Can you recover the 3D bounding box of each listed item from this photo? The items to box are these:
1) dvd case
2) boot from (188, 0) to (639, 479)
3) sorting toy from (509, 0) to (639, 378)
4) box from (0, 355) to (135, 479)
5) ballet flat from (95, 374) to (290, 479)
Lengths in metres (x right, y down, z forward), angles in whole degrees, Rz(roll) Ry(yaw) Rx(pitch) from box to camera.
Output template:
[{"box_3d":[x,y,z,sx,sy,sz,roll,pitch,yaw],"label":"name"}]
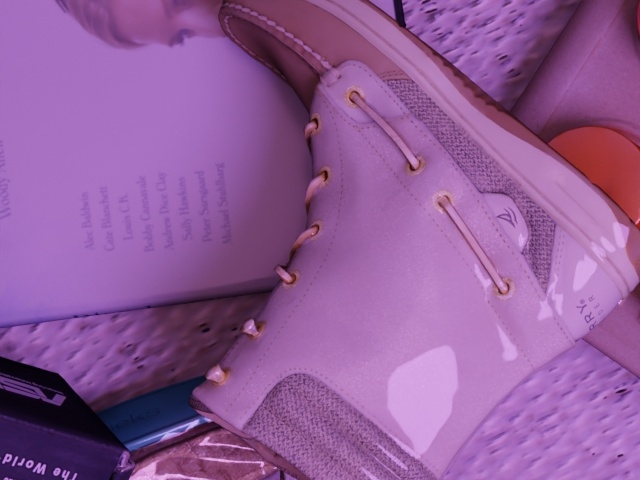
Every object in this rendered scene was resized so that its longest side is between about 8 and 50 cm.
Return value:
[{"box_3d":[-0.085,-0.060,0.751,0.253,0.022,0.180,-8,87,-1],"label":"dvd case"},{"box_3d":[0.000,0.000,0.675,0.213,0.077,0.165,40,85,22],"label":"boot"},{"box_3d":[0.163,-0.036,0.679,0.208,0.038,0.193,37,97,36],"label":"sorting toy"},{"box_3d":[-0.302,0.146,0.581,0.395,0.097,0.318,24,96,-36],"label":"box"},{"box_3d":[-0.013,0.078,0.731,0.206,0.073,0.067,-21,115,1],"label":"ballet flat"}]
